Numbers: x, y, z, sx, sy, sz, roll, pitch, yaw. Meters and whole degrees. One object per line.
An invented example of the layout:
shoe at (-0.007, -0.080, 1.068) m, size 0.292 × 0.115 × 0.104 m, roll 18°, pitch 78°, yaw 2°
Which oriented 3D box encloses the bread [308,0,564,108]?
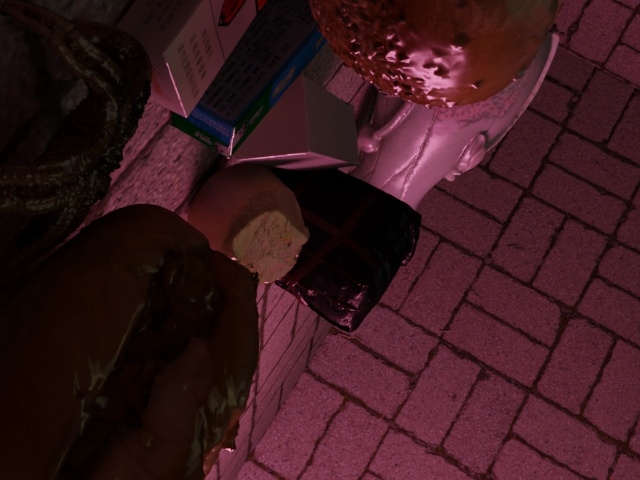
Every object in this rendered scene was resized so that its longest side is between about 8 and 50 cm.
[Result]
bread at (0.056, -0.238, 0.630) m, size 0.305 × 0.159 × 0.305 m, roll 169°, pitch -90°, yaw -89°

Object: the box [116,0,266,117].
box at (-0.080, -0.176, 0.671) m, size 0.152 × 0.048 × 0.100 m, roll -57°, pitch 172°, yaw -14°

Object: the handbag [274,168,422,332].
handbag at (0.000, 0.000, 1.182) m, size 0.169 × 0.215 × 0.155 m, roll -44°, pitch 155°, yaw -42°

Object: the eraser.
eraser at (-0.020, -0.120, 1.010) m, size 0.298 × 0.078 × 0.076 m, roll -13°, pitch 99°, yaw -79°

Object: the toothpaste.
toothpaste at (-0.034, -0.188, 0.839) m, size 0.266 × 0.065 × 0.050 m, roll -55°, pitch 173°, yaw -31°

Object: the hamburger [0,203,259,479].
hamburger at (-0.168, 0.123, 0.660) m, size 0.304 × 0.174 × 0.284 m, roll -49°, pitch -174°, yaw 5°

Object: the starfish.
starfish at (-0.168, -0.045, 0.547) m, size 0.189 × 0.074 × 0.146 m, roll -60°, pitch 177°, yaw 17°

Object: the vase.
vase at (0.175, -0.200, 1.498) m, size 0.445 × 0.250 × 0.250 m, roll -59°, pitch 173°, yaw 27°

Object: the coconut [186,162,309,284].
coconut at (-0.080, -0.020, 0.984) m, size 0.116 × 0.122 × 0.116 m, roll -18°, pitch 128°, yaw -25°
